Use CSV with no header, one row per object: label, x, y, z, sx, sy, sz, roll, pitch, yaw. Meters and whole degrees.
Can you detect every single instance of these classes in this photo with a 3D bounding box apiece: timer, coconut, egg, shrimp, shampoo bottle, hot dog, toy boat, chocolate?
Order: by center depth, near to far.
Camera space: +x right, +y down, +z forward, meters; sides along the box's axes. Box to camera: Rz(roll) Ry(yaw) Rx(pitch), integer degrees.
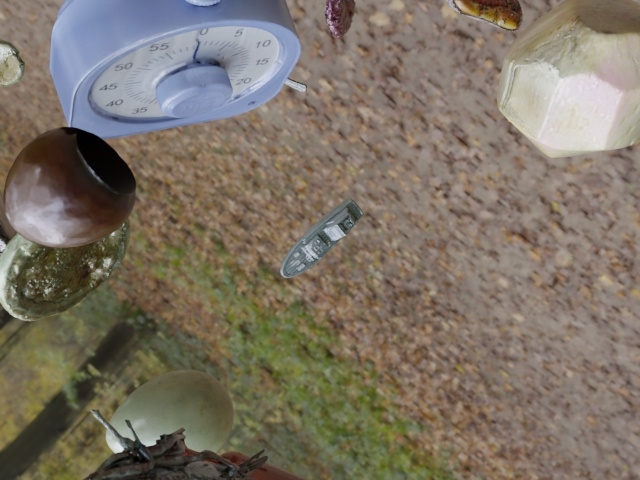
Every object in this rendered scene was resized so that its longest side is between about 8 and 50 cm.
shrimp,-0.186,0.266,0.909,0.137,0.172,0.372,-3,-175,24
chocolate,-0.347,-0.066,1.127,0.177,0.177,0.176,38,163,14
shampoo bottle,-0.109,0.362,1.230,0.244,0.085,0.085,32,169,-27
timer,-0.211,-0.289,1.262,0.395,0.395,0.173,120,133,-73
hot dog,0.339,-0.496,1.710,0.191,0.108,0.059,12,157,-28
coconut,0.541,-0.333,1.734,0.353,0.352,0.352,38,163,14
egg,-0.346,0.415,1.904,0.218,0.296,0.218,170,90,-72
toy boat,0.000,0.000,2.070,0.078,0.260,0.085,49,176,-24

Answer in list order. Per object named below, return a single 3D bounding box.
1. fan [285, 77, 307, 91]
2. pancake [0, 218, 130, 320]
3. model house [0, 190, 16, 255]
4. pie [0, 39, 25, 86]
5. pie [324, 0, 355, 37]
fan,-0.175,-0.353,1.592,0.335,0.011,0.229,25,149,11
pancake,-0.415,0.036,1.343,0.037,0.253,0.253,43,165,24
model house,-0.777,-0.085,1.584,0.317,0.283,0.297,89,159,-61
pie,-0.568,-0.318,1.478,0.084,0.084,0.020,44,-156,-7
pie,0.045,-0.506,1.742,0.036,0.154,0.154,12,154,15
